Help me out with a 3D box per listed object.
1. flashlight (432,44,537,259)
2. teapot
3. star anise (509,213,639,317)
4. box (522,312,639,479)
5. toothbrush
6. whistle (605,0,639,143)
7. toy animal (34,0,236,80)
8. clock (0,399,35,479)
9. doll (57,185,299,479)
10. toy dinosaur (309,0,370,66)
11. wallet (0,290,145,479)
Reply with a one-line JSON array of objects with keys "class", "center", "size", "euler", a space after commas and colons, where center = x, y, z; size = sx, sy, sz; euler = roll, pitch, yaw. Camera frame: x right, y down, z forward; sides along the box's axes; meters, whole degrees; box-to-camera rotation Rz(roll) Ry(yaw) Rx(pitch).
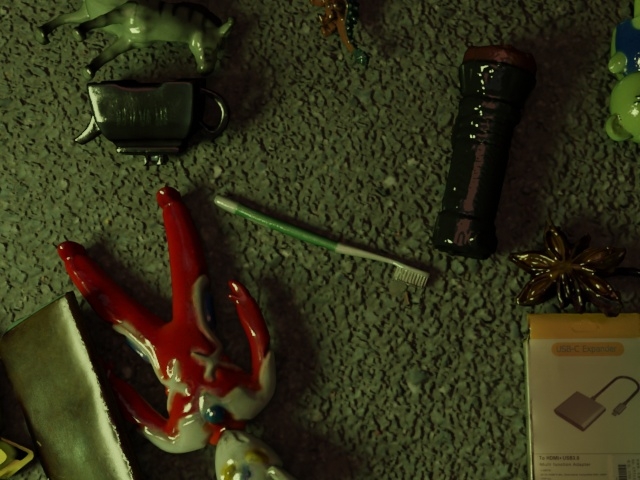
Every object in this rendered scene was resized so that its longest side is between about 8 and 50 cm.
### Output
[{"class": "flashlight", "center": [0.174, -0.095, 1.093], "size": [0.092, 0.093, 0.232], "euler": [14, 86, 5]}, {"class": "teapot", "center": [-0.189, -0.131, 1.117], "size": [0.177, 0.087, 0.096], "euler": [-1, 101, 3]}, {"class": "star anise", "center": [0.296, 0.037, 1.064], "size": [0.190, 0.070, 0.097], "euler": [7, 68, 23]}, {"class": "box", "center": [0.283, 0.201, 1.059], "size": [0.129, 0.033, 0.247], "euler": [0, 80, 3]}, {"class": "toothbrush", "center": [0.000, 0.000, 1.115], "size": [0.257, 0.018, 0.024], "euler": [22, 88, 5]}, {"class": "whistle", "center": [0.369, -0.200, 1.099], "size": [0.105, 0.085, 0.228], "euler": [7, 80, -5]}, {"class": "toy animal", "center": [-0.221, -0.256, 1.134], "size": [0.217, 0.073, 0.176], "euler": [39, 50, 26]}, {"class": "clock", "center": [-0.483, 0.200, 1.075], "size": [0.277, 0.071, 0.294], "euler": [-33, 89, -14]}, {"class": "doll", "center": [-0.135, 0.137, 1.064], "size": [0.188, 0.099, 0.384], "euler": [-31, 77, -3]}, {"class": "toy dinosaur", "center": [0.020, -0.264, 1.145], "size": [0.055, 0.049, 0.154], "euler": [-22, 75, -5]}, {"class": "wallet", "center": [-0.262, 0.192, 1.057], "size": [0.137, 0.031, 0.255], "euler": [-30, 78, 33]}]
